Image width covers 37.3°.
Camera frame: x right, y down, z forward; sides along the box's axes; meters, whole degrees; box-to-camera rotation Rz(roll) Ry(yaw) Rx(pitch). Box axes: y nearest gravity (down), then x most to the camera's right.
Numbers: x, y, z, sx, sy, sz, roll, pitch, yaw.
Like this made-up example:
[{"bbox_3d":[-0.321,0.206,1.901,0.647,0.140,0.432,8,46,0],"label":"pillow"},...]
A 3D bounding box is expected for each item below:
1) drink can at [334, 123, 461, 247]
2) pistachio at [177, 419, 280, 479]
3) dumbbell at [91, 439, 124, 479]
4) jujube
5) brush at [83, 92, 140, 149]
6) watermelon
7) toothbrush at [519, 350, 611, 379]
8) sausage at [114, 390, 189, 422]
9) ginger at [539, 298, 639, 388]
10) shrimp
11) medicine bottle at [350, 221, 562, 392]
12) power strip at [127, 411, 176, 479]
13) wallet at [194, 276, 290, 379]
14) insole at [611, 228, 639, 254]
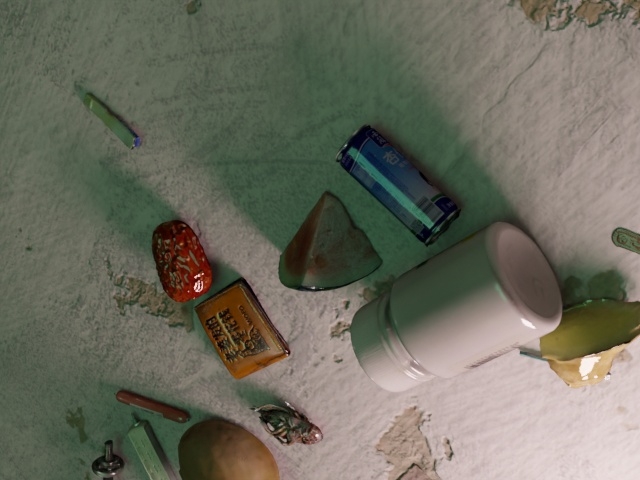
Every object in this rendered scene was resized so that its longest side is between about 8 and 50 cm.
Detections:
[{"bbox_3d":[0.141,-0.100,1.720,0.235,0.097,0.097,43,123,11],"label":"drink can"},{"bbox_3d":[-0.209,0.511,2.111,0.213,0.163,0.260,-30,67,-3],"label":"pistachio"},{"bbox_3d":[-0.530,0.610,2.367,0.082,0.081,0.253,16,114,25],"label":"dumbbell"},{"bbox_3d":[-0.299,0.043,2.025,0.112,0.109,0.176,-20,88,-2],"label":"jujube"},{"bbox_3d":[-0.450,-0.261,2.051,0.178,0.030,0.033,42,131,23],"label":"brush"},{"bbox_3d":[0.007,0.020,1.873,0.207,0.136,0.202,17,77,53],"label":"watermelon"},{"bbox_3d":[0.439,0.225,1.709,0.167,0.011,0.014,12,118,26],"label":"toothbrush"},{"bbox_3d":[-0.402,0.394,2.248,0.223,0.029,0.029,13,113,26],"label":"sausage"},{"bbox_3d":[0.482,0.183,1.631,0.193,0.115,0.122,-21,117,26],"label":"ginger"},{"bbox_3d":[-0.078,0.392,2.037,0.190,0.075,0.073,23,150,33],"label":"shrimp"},{"bbox_3d":[0.232,0.129,1.679,0.340,0.208,0.208,-32,89,35],"label":"medicine bottle"},{"bbox_3d":[-0.403,0.531,2.298,0.060,0.027,0.252,-25,94,34],"label":"power strip"},{"bbox_3d":[-0.173,0.193,2.036,0.161,0.042,0.195,-29,91,34],"label":"wallet"},{"bbox_3d":[0.550,0.013,1.575,0.135,0.002,0.045,22,116,22],"label":"insole"}]
